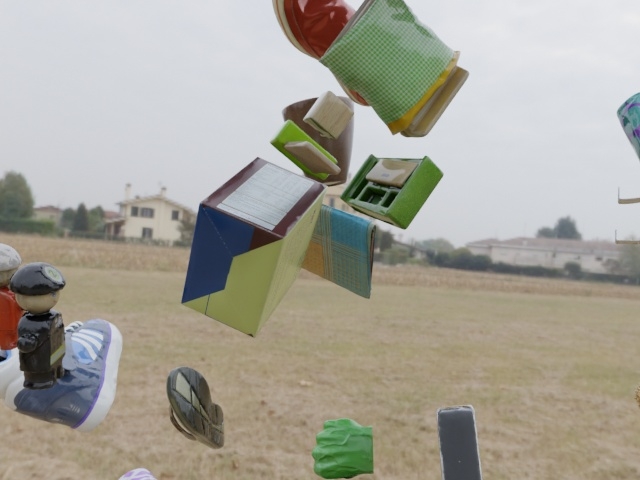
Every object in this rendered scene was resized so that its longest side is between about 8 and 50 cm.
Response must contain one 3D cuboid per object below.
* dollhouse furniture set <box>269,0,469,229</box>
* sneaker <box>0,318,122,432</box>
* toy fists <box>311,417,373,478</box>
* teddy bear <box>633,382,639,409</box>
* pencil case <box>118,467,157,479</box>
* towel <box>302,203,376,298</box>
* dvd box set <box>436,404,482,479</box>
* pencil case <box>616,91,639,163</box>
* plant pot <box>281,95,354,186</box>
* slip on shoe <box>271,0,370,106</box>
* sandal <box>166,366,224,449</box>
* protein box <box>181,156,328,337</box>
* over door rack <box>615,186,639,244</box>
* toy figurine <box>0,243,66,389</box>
[{"bbox_3d":[0.101,-0.201,0.780,0.197,0.301,0.151,38,-6,-25],"label":"dollhouse furniture set"},{"bbox_3d":[-0.493,0.191,0.997,0.236,0.130,0.323,39,4,-29],"label":"sneaker"},{"bbox_3d":[0.052,0.552,1.271,0.142,0.279,0.096,-1,-8,5],"label":"toy fists"},{"bbox_3d":[0.635,0.273,0.860,0.338,0.113,0.245,-27,39,-12],"label":"teddy bear"},{"bbox_3d":[-0.307,0.502,1.014,0.086,0.088,0.206,-9,17,-39],"label":"pencil case"},{"bbox_3d":[0.000,0.000,1.659,0.370,0.271,0.040,23,42,29],"label":"towel"},{"bbox_3d":[0.246,0.447,0.963,0.062,0.307,0.420,-5,-17,11],"label":"dvd box set"},{"bbox_3d":[0.443,-0.131,0.721,0.070,0.151,0.064,-3,-39,8],"label":"pencil case"},{"bbox_3d":[0.008,-0.276,1.620,0.215,0.230,0.215,-8,-3,0],"label":"plant pot"},{"bbox_3d":[0.042,-0.331,0.912,0.101,0.123,0.331,16,-12,40],"label":"slip on shoe"},{"bbox_3d":[-0.283,0.385,1.218,0.086,0.120,0.303,-5,-41,6],"label":"sandal"},{"bbox_3d":[-0.105,0.004,0.904,0.136,0.200,0.201,24,33,8],"label":"protein box"},{"bbox_3d":[0.686,-0.167,1.119,0.108,0.324,0.239,14,-15,31],"label":"over door rack"},{"bbox_3d":[-0.422,0.094,0.647,0.213,0.148,0.209,16,19,42],"label":"toy figurine"}]
